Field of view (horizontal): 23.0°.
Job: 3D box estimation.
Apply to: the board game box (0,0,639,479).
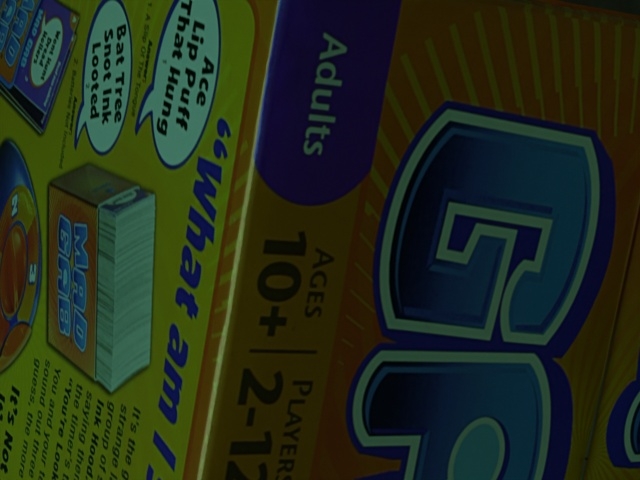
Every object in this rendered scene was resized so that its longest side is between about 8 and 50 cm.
[{"bbox_3d":[0.018,0.046,0.784,0.356,0.356,0.356,26,109,56],"label":"board game box"}]
